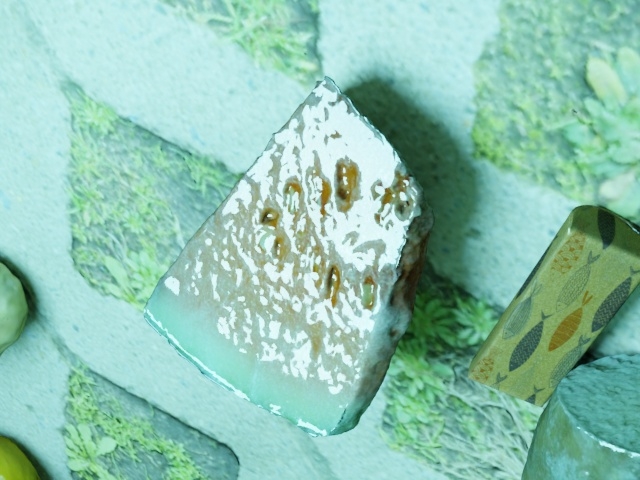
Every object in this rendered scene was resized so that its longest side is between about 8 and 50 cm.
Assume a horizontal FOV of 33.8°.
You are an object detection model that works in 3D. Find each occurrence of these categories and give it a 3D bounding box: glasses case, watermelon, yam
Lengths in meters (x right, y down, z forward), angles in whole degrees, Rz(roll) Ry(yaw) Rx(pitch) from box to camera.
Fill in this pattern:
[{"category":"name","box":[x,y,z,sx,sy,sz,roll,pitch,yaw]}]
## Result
[{"category":"glasses case","box":[0.171,0.050,0.765,0.065,0.041,0.169,23,132,-2]},{"category":"watermelon","box":[0.000,0.000,0.782,0.193,0.140,0.256,32,123,11]},{"category":"yam","box":[0.212,0.213,0.812,0.133,0.133,0.330,21,136,15]}]

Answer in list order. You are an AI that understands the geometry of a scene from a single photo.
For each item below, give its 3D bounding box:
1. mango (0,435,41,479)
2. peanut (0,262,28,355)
[{"category":"mango","box":[-0.430,0.293,1.234,0.317,0.119,0.176,-14,123,41]},{"category":"peanut","box":[-0.411,0.090,1.069,0.290,0.130,0.130,-17,113,39]}]
